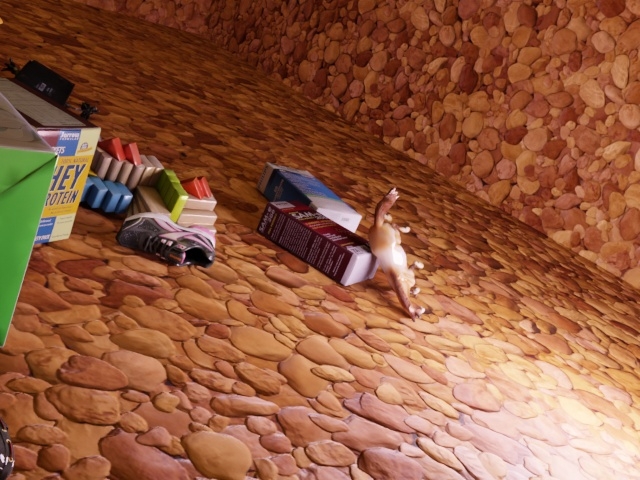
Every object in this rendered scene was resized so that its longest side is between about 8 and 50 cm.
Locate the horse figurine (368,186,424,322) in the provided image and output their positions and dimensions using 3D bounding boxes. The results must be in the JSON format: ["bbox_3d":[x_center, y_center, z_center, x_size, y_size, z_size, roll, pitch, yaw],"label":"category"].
[{"bbox_3d":[0.156,0.028,1.605,0.066,0.263,0.174,-19,1,25],"label":"horse figurine"}]

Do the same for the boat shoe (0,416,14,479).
[{"bbox_3d":[-0.333,0.190,0.767,0.042,0.049,0.133,44,-5,-38],"label":"boat shoe"}]

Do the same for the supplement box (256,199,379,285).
[{"bbox_3d":[0.000,0.000,1.645,0.239,0.073,0.130,30,19,24],"label":"supplement box"}]

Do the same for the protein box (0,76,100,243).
[{"bbox_3d":[-0.484,-0.126,1.220,0.201,0.200,0.136,30,20,20],"label":"protein box"}]

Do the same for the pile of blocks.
[{"bbox_3d":[-0.346,-0.113,1.440,0.362,0.113,0.149,19,30,-21],"label":"pile of blocks"}]

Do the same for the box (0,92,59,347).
[{"bbox_3d":[-0.440,-0.040,0.934,0.126,0.262,0.231,3,27,-45],"label":"box"}]

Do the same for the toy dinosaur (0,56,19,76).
[{"bbox_3d":[-0.725,-0.373,1.862,0.118,0.064,0.268,37,17,-3],"label":"toy dinosaur"}]

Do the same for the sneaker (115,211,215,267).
[{"bbox_3d":[-0.257,0.005,1.339,0.178,0.072,0.077,7,34,-26],"label":"sneaker"}]

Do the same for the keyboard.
[{"bbox_3d":[-0.623,-0.328,1.838,0.201,0.033,0.317,32,18,-21],"label":"keyboard"}]

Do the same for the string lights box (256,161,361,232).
[{"bbox_3d":[-0.032,-0.094,1.866,0.133,0.077,0.259,9,23,-37],"label":"string lights box"}]

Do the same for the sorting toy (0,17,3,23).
[{"bbox_3d":[-0.725,-0.333,1.468,0.347,0.047,0.196,-10,22,35],"label":"sorting toy"}]

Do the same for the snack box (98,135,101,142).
[{"bbox_3d":[-0.512,-0.177,1.498,0.178,0.022,0.064,-10,26,-11],"label":"snack box"}]
